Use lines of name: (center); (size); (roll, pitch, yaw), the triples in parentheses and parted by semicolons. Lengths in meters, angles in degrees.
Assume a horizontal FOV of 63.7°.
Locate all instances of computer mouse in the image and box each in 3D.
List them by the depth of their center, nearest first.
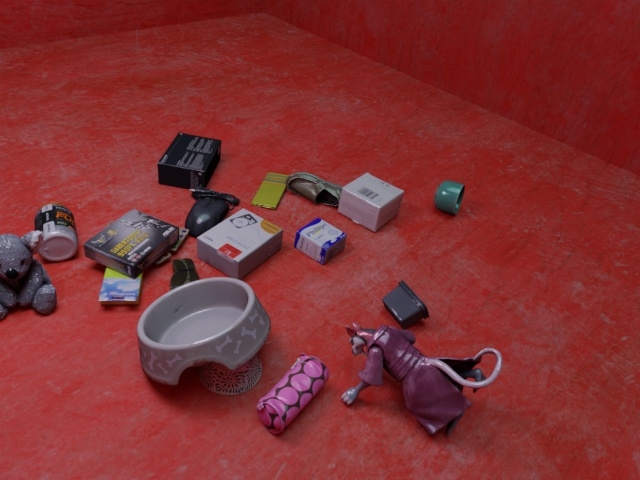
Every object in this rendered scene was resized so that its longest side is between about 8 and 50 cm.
computer mouse: (-0.408, -0.115, 1.857); (0.188, 0.072, 0.272); (11, 38, -1)

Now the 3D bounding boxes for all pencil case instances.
pencil case: (-0.072, 0.380, 1.300); (0.098, 0.095, 0.209); (54, 43, -3)

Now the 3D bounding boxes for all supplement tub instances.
supplement tub: (-0.832, -0.034, 1.621); (0.117, 0.117, 0.190); (-11, 43, -24)

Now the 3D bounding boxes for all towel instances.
towel: (-0.195, -0.199, 2.056); (0.102, 0.021, 0.237); (9, 39, 7)

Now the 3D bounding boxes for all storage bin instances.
storage bin: (0.259, 0.207, 1.603); (0.091, 0.098, 0.135); (-32, 50, -6)

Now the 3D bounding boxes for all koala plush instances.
koala plush: (-0.839, 0.069, 1.404); (0.196, 0.221, 0.203); (-8, 42, -22)

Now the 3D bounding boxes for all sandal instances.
sandal: (-0.419, 0.122, 1.574); (0.090, 0.060, 0.219); (1, 24, -21)

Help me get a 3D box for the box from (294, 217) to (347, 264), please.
box: (0.000, 0.000, 1.806); (0.137, 0.072, 0.126); (31, 42, 25)

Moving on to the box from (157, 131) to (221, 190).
box: (-0.518, -0.318, 2.062); (0.184, 0.103, 0.261); (13, 38, -2)

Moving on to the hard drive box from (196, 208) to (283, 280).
hard drive box: (-0.265, 0.010, 1.719); (0.181, 0.089, 0.232); (27, 41, 21)

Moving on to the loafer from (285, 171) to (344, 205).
loafer: (-0.019, -0.199, 2.032); (0.251, 0.094, 0.087); (14, 34, 4)

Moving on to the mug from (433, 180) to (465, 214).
mug: (0.523, -0.172, 2.113); (0.097, 0.158, 0.129); (19, 62, 20)

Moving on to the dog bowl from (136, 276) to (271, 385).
dog bowl: (-0.310, 0.217, 1.344); (0.349, 0.102, 0.349); (-9, 28, 5)

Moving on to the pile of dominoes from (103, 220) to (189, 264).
pile of dominoes: (-0.586, -0.009, 1.693); (0.251, 0.040, 0.196); (9, 38, 6)

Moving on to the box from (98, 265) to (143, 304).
box: (-0.588, 0.129, 1.531); (0.109, 0.042, 0.178); (1, 39, -12)

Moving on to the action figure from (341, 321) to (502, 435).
action figure: (0.217, 0.321, 1.314); (0.370, 0.276, 0.248); (36, 49, 9)

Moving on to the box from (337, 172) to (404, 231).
box: (0.196, -0.151, 2.001); (0.181, 0.119, 0.182); (31, 42, 24)

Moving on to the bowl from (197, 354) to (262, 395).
bowl: (-0.235, 0.312, 1.354); (0.170, 0.080, 0.170); (7, 39, -6)

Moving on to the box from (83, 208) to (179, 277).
box: (-0.584, 0.003, 1.614); (0.183, 0.056, 0.231); (22, 38, 12)
